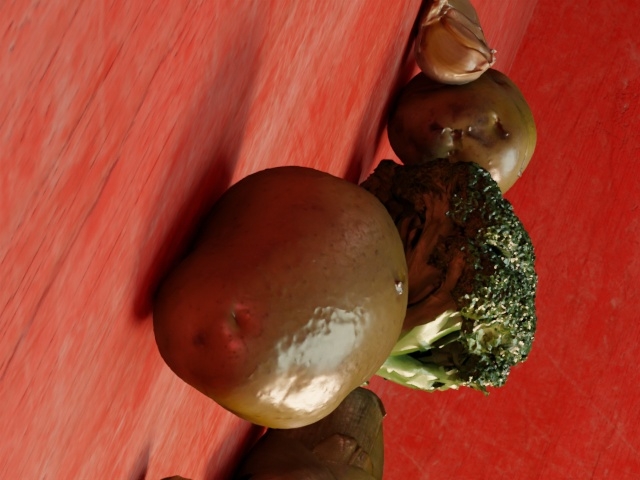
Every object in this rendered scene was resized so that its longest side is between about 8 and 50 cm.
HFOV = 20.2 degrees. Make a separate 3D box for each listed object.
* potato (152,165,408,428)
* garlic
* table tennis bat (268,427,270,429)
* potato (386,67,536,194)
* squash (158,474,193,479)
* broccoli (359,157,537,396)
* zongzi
[{"bbox_3d":[-0.028,0.036,1.081,0.194,0.157,0.157,-24,135,-63],"label":"potato"},{"bbox_3d":[0.138,-0.214,1.902,0.074,0.094,0.113,-18,-137,55],"label":"garlic"},{"bbox_3d":[-0.024,0.216,2.030,0.321,0.050,0.198,20,88,-79],"label":"table tennis bat"},{"bbox_3d":[0.155,-0.121,1.958,0.137,0.154,0.200,-38,-170,16],"label":"potato"},{"bbox_3d":[-0.127,0.247,1.163,0.066,0.066,0.229,103,9,-45],"label":"squash"},{"bbox_3d":[0.097,0.048,1.815,0.245,0.265,0.294,-26,175,-40],"label":"broccoli"},{"bbox_3d":[-0.014,0.212,1.697,0.300,0.145,0.274,88,18,-57],"label":"zongzi"}]
